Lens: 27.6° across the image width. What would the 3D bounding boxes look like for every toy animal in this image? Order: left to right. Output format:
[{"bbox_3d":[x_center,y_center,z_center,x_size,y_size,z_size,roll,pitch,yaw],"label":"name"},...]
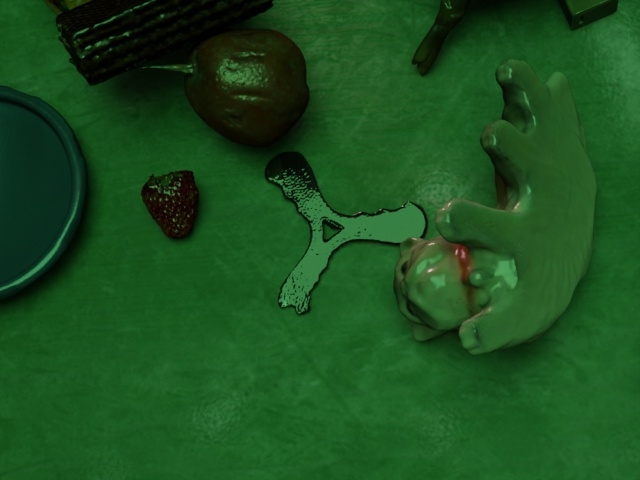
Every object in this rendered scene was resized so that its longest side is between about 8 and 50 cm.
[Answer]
[{"bbox_3d":[0.188,-0.032,1.468,0.266,0.188,0.308,-12,83,-28],"label":"toy animal"}]

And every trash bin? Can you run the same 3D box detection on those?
[{"bbox_3d":[0.313,-0.312,1.581,0.061,0.043,0.092,-23,73,1],"label":"trash bin"}]

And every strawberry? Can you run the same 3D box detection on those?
[{"bbox_3d":[-0.177,-0.044,1.562,0.073,0.073,0.083,-14,110,3],"label":"strawberry"}]

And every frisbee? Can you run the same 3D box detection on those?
[{"bbox_3d":[-0.421,-0.053,1.594,0.289,0.049,0.289,-2,71,6],"label":"frisbee"},{"bbox_3d":[0.000,0.000,1.551,0.211,0.012,0.187,29,81,13],"label":"frisbee"}]

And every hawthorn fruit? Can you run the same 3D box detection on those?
[{"bbox_3d":[-0.092,-0.190,1.520,0.149,0.189,0.149,-17,59,31],"label":"hawthorn fruit"}]

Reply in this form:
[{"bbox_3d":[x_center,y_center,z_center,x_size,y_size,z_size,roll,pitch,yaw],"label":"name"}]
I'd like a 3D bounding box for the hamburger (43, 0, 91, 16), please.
[{"bbox_3d":[-0.237,-0.391,1.614,0.227,0.151,0.295,14,76,7],"label":"hamburger"}]

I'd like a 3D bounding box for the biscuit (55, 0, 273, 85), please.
[{"bbox_3d":[-0.177,-0.266,1.510,0.252,0.106,0.070,-24,118,-9],"label":"biscuit"}]

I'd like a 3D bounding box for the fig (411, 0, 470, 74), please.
[{"bbox_3d":[0.192,-0.368,1.538,0.286,0.286,0.368,29,116,13],"label":"fig"}]
